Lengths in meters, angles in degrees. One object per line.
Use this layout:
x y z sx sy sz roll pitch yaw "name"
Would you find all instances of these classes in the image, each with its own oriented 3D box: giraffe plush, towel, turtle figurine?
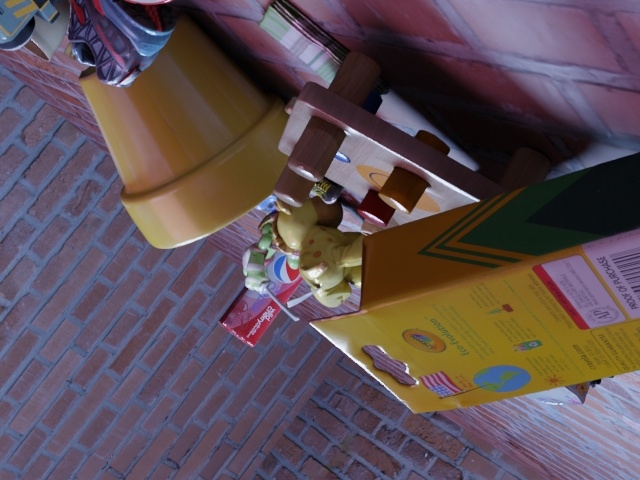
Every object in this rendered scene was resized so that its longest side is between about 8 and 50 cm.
0.000 0.000 1.786 0.170 0.210 0.181 59 148 24 "giraffe plush"
-0.001 -0.192 1.166 0.152 0.023 0.113 38 171 -7 "towel"
-0.048 0.047 2.052 0.275 0.197 0.266 40 166 -4 "turtle figurine"

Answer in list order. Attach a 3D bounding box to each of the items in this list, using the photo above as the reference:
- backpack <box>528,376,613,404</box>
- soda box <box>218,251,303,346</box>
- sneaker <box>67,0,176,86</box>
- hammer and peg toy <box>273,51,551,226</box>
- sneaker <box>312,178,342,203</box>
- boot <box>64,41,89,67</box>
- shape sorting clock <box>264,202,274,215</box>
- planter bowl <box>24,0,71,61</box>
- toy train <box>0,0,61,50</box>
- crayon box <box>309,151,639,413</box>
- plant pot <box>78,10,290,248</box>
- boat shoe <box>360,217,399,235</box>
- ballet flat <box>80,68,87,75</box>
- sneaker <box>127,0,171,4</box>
0.269 0.113 1.317 0.166 0.144 0.188 32 175 0 "backpack"
-0.100 0.092 2.291 0.083 0.263 0.092 37 172 -9 "soda box"
-0.271 -0.273 1.297 0.104 0.125 0.262 11 -150 -39 "sneaker"
0.067 -0.057 1.147 0.266 0.127 0.361 29 172 -4 "hammer and peg toy"
0.002 -0.082 1.722 0.035 0.031 0.083 43 170 -33 "sneaker"
-0.267 -0.247 1.776 0.269 0.089 0.236 39 -176 -3 "boot"
-0.134 -0.095 2.187 0.206 0.040 0.206 36 171 6 "shape sorting clock"
-0.466 -0.381 1.761 0.162 0.109 0.162 36 172 6 "planter bowl"
-0.424 -0.367 1.384 0.142 0.190 0.334 35 171 17 "toy train"
0.175 0.049 0.942 0.319 0.081 0.202 -17 140 26 "crayon box"
-0.180 -0.156 1.435 0.239 0.254 0.254 58 165 -19 "plant pot"
0.132 0.016 1.622 0.170 0.059 0.063 37 172 1 "boat shoe"
-0.319 -0.189 1.813 0.232 0.073 0.080 38 -173 5 "ballet flat"
-0.235 -0.334 1.153 0.221 0.087 0.128 31 171 29 "sneaker"
